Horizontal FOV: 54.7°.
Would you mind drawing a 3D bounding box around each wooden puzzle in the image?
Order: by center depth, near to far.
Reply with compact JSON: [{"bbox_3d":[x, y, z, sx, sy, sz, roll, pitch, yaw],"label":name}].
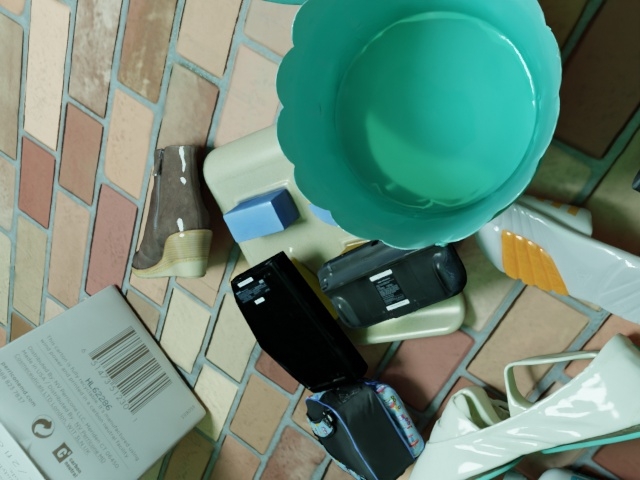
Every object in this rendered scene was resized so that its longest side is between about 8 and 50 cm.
[{"bbox_3d":[0.000,0.000,0.877,0.322,0.080,0.348,-14,105,35],"label":"wooden puzzle"}]

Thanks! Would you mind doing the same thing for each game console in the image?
[{"bbox_3d":[0.038,0.088,0.836,0.361,0.044,0.213,-27,104,39],"label":"game console"}]

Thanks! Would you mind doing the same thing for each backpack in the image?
[{"bbox_3d":[0.056,0.289,0.962,0.158,0.117,0.173,59,159,-4],"label":"backpack"}]

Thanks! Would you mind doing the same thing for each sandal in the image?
[{"bbox_3d":[0.298,0.015,0.705,0.265,0.076,0.102,29,139,32],"label":"sandal"}]

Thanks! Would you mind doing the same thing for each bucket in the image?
[{"bbox_3d":[0.106,-0.138,0.639,0.281,0.183,0.281,3,98,17],"label":"bucket"}]

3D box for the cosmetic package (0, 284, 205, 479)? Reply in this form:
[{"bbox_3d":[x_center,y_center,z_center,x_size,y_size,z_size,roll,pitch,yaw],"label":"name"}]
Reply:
[{"bbox_3d":[-0.512,0.355,1.202,0.394,0.327,0.329,-35,93,39],"label":"cosmetic package"}]

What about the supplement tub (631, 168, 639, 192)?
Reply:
[{"bbox_3d":[0.412,-0.033,0.597,0.198,0.106,0.106,31,125,15],"label":"supplement tub"}]

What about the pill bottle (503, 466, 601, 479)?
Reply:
[{"bbox_3d":[0.366,0.390,0.806,0.264,0.146,0.146,12,118,27],"label":"pill bottle"}]

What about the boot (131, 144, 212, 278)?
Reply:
[{"bbox_3d":[-0.249,-0.043,1.016,0.248,0.090,0.207,-4,91,53],"label":"boot"}]

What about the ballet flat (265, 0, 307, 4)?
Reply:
[{"bbox_3d":[0.007,-0.317,0.739,0.213,0.072,0.068,15,92,24],"label":"ballet flat"}]

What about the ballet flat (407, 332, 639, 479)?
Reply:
[{"bbox_3d":[0.257,0.234,0.823,0.400,0.139,0.139,-35,92,33],"label":"ballet flat"}]
